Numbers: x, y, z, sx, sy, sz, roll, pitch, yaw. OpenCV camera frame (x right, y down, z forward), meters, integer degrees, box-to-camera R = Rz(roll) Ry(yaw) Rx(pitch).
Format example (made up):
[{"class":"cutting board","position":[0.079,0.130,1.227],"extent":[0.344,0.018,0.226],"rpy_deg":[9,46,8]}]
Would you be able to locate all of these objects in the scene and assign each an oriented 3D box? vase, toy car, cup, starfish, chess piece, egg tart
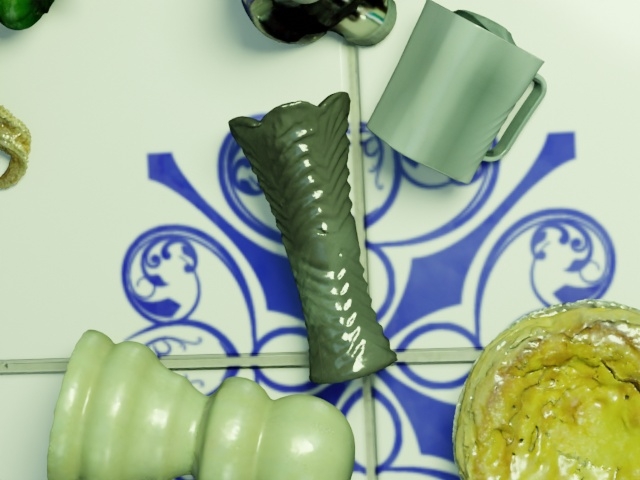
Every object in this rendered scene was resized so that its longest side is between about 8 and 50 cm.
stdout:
[{"class":"vase","position":[0.000,0.000,1.260],"extent":[0.115,0.115,0.237],"rpy_deg":[-13,93,10]},{"class":"toy car","position":[0.019,-0.276,1.215],"extent":[0.235,0.172,0.158],"rpy_deg":[-40,70,12]},{"class":"cup","position":[0.123,-0.121,1.234],"extent":[0.128,0.095,0.129],"rpy_deg":[22,103,-31]},{"class":"starfish","position":[-0.338,-0.110,1.334],"extent":[0.150,0.053,0.210],"rpy_deg":[2,95,14]},{"class":"chess piece","position":[-0.094,0.168,1.272],"extent":[0.251,0.144,0.144],"rpy_deg":[10,95,4]},{"class":"egg tart","position":[0.227,0.164,1.230],"extent":[0.234,0.094,0.234],"rpy_deg":[1,93,13]}]

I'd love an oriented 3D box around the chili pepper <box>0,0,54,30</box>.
[{"class":"chili pepper","position":[-0.332,-0.246,1.296],"extent":[0.270,0.136,0.099],"rpy_deg":[7,127,12]}]
